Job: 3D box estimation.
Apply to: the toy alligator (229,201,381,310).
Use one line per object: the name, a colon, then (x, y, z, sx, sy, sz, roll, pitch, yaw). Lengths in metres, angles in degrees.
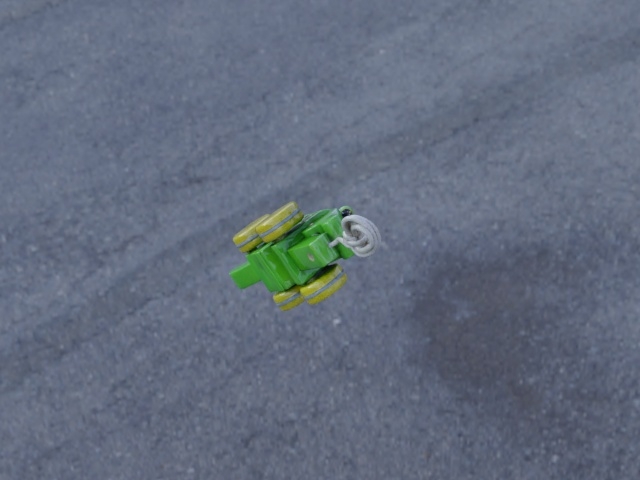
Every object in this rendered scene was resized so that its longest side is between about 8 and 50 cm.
toy alligator: (0.000, 0.000, 0.600, 0.051, 0.056, 0.190, -39, 8, -27)
